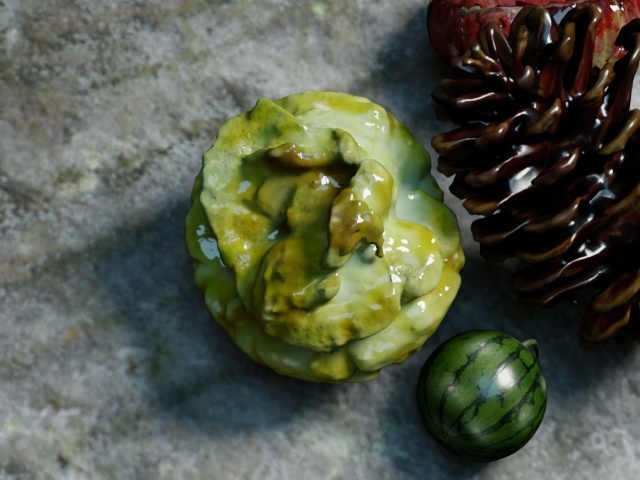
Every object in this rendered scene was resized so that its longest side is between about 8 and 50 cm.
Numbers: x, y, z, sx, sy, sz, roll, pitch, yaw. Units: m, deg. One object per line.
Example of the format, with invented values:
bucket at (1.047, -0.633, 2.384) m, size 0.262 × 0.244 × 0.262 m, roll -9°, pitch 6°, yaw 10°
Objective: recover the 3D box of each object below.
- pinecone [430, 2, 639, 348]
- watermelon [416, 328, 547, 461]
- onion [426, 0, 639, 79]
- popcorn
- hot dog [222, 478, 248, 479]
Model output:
pinecone at (0.208, -0.058, 1.154) m, size 0.292 × 0.246 × 0.246 m, roll 39°, pitch 65°, yaw -23°
watermelon at (0.124, 0.112, 1.180) m, size 0.109 × 0.109 × 0.109 m, roll 2°, pitch 66°, yaw -4°
onion at (0.178, -0.168, 1.297) m, size 0.184 × 0.147 × 0.184 m, roll -2°, pitch 29°, yaw 1°
popcorn at (0.000, 0.000, 1.169) m, size 0.204 × 0.184 × 0.221 m, roll -47°, pitch 62°, yaw 19°
hot dog at (-0.069, 0.267, 1.098) m, size 0.146 × 0.103 × 0.213 m, roll 26°, pitch 55°, yaw 29°
